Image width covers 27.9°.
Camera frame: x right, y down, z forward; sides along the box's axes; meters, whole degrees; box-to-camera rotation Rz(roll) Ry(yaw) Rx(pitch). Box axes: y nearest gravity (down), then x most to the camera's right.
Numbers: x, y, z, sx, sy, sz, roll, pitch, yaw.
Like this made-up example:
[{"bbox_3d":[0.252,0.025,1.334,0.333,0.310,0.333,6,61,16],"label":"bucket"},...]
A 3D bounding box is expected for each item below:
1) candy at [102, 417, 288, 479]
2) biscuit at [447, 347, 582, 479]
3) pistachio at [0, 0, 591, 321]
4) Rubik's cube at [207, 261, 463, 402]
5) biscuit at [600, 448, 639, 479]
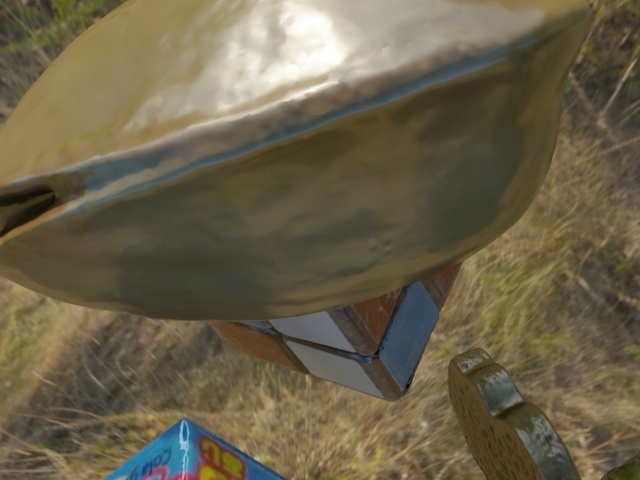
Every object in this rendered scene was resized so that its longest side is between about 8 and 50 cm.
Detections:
[{"bbox_3d":[-0.091,0.251,0.623,0.157,0.306,0.100,-38,120,26],"label":"candy"},{"bbox_3d":[0.187,0.218,1.026,0.047,0.320,0.183,-22,120,-8],"label":"biscuit"},{"bbox_3d":[-0.023,-0.044,0.521,0.260,0.213,0.162,-24,88,-9],"label":"pistachio"},{"bbox_3d":[0.000,0.000,1.824,0.316,0.313,0.318,15,67,29],"label":"Rubik's cube"},{"bbox_3d":[0.235,0.104,0.611,0.274,0.187,0.036,-6,60,-29],"label":"biscuit"}]
